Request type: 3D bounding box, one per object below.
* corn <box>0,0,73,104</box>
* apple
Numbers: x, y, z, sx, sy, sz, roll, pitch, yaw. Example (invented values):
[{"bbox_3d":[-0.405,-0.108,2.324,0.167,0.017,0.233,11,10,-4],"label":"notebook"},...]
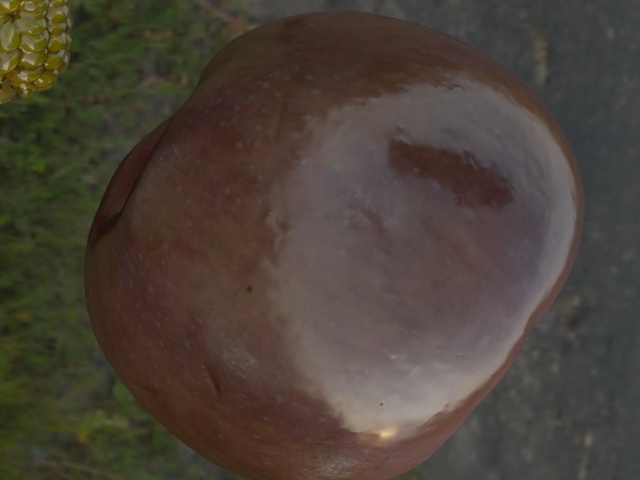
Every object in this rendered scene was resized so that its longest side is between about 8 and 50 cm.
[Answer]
[{"bbox_3d":[-0.192,-0.218,0.960,0.102,0.102,0.313,-34,134,-43],"label":"corn"},{"bbox_3d":[0.000,0.000,1.019,0.235,0.306,0.305,36,63,-10],"label":"apple"}]
